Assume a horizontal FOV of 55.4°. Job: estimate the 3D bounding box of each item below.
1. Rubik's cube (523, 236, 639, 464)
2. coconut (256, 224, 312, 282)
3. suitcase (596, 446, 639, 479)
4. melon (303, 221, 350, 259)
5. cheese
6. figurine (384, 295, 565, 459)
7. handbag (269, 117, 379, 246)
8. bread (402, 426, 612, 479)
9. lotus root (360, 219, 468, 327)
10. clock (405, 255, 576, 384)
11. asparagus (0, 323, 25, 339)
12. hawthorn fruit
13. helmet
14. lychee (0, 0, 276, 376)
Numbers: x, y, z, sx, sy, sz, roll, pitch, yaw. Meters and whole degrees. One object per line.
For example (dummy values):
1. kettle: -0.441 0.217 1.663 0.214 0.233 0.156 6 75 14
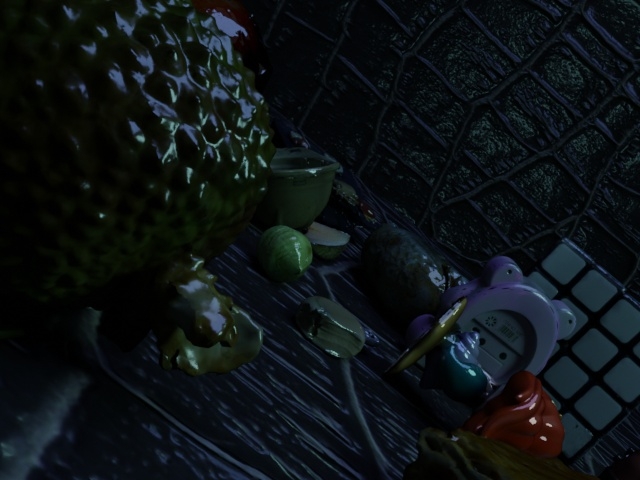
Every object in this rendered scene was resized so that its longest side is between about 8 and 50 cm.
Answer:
1. Rubik's cube: 0.568 0.238 1.381 0.337 0.344 0.344 46 14 22
2. coconut: -0.053 0.022 0.931 0.088 0.088 0.096 25 14 -49
3. suitcase: 0.557 0.465 0.989 0.236 0.161 0.297 48 14 33
4. melon: 0.007 0.004 1.237 0.098 0.054 0.182 33 13 -6
5. cheese: 0.035 0.133 0.882 0.171 0.047 0.092 32 16 -33
6. figurine: 0.234 0.233 0.881 0.257 0.181 0.208 45 -26 12
7. handbag: -0.007 -0.149 1.568 0.303 0.122 0.329 31 17 -36
8. bread: 0.248 0.319 0.559 0.324 0.167 0.277 23 -1 -18
9. lotus root: 0.177 0.070 1.273 0.175 0.175 0.349 32 11 -33
10. clock: 0.300 0.166 1.074 0.227 0.248 0.090 38 15 -11
11. asparagus: -0.257 0.058 0.377 0.163 0.016 0.016 15 54 -61
12. hawthorn fruit: -0.246 -0.344 1.188 0.316 0.316 0.316 38 13 -10
13. helmet: -0.069 -0.088 1.144 0.204 0.137 0.257 -5 18 -13
14. lychee: -0.166 -0.061 0.483 0.270 0.270 0.320 26 57 -48
